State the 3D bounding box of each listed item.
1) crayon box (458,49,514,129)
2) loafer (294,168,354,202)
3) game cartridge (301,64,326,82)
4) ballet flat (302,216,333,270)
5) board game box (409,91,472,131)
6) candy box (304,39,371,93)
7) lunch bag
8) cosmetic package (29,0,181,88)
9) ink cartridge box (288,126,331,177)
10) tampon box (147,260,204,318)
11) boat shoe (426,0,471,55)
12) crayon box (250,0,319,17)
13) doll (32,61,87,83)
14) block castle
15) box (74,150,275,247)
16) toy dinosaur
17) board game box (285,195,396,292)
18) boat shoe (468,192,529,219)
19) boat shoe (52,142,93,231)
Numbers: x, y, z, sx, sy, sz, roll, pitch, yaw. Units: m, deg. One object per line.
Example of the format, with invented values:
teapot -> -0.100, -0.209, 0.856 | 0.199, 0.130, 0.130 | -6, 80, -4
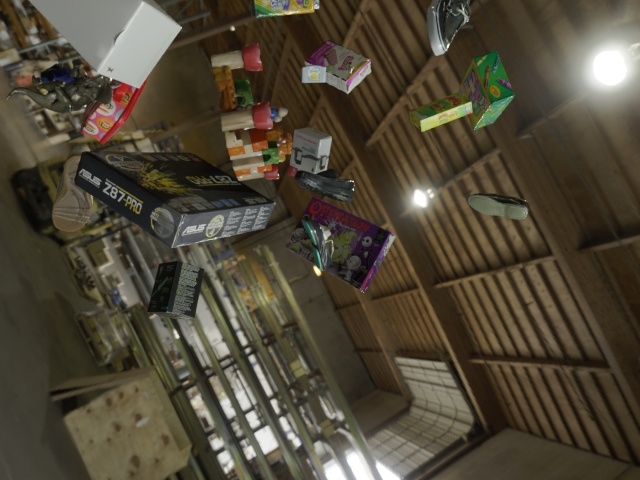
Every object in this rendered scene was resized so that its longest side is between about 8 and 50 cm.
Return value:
crayon box -> 0.558, -0.504, 1.712 | 0.278, 0.081, 0.166 | 42, 29, -83
loafer -> 0.015, -0.166, 1.409 | 0.076, 0.223, 0.078 | 12, -91, 44
game cartridge -> -0.023, -0.552, 1.660 | 0.017, 0.083, 0.056 | -118, -155, -62
ballet flat -> 0.000, 0.000, 1.493 | 0.074, 0.074, 0.203 | 45, -23, 48
board game box -> 0.397, -0.427, 1.662 | 0.092, 0.181, 0.043 | -116, -175, -52
candy box -> 0.072, -0.726, 2.088 | 0.233, 0.159, 0.071 | 34, -20, 24
lunch bag -> -0.709, -0.503, 1.750 | 0.120, 0.293, 0.258 | 32, -36, -29
cosmetic package -> -0.535, -0.563, 1.188 | 0.365, 0.197, 0.155 | 46, 14, 11
ink cartridge box -> -0.034, -0.264, 1.561 | 0.109, 0.063, 0.151 | 27, -58, 30
tampon box -> -0.448, 0.156, 1.561 | 0.120, 0.101, 0.161 | -8, -113, 44
boat shoe -> 0.426, -0.744, 1.632 | 0.119, 0.335, 0.121 | -3, -32, 31
crayon box -> -0.144, -1.085, 2.155 | 0.083, 0.322, 0.203 | -129, -150, -52
doll -> -0.922, -0.574, 1.752 | 0.046, 0.188, 0.129 | 81, 20, -56
block castle -> -0.220, -0.413, 1.716 | 0.453, 0.212, 0.303 | 96, -16, -72
box -> -0.345, -0.117, 1.262 | 0.318, 0.395, 0.097 | 33, -70, 18
toy dinosaur -> -0.730, -0.425, 1.461 | 0.121, 0.313, 0.160 | 54, -19, 16
board game box -> 0.056, 0.005, 1.658 | 0.346, 0.208, 0.056 | 27, -7, 36
boat shoe -> 0.699, -0.144, 1.970 | 0.227, 0.069, 0.081 | 19, -42, 25
boat shoe -> -0.762, -0.159, 1.560 | 0.302, 0.109, 0.098 | -62, -147, 33
